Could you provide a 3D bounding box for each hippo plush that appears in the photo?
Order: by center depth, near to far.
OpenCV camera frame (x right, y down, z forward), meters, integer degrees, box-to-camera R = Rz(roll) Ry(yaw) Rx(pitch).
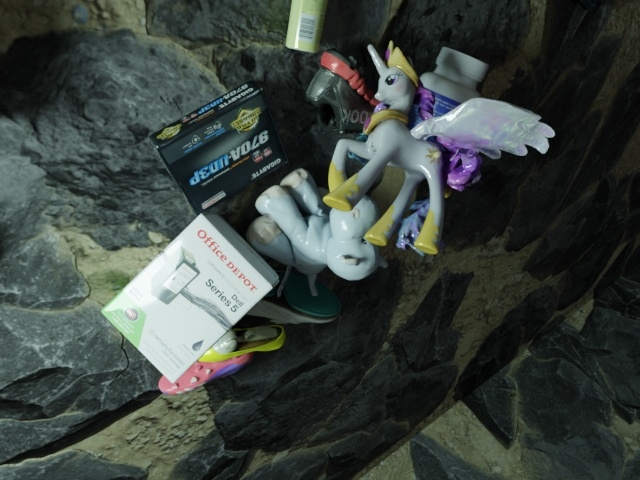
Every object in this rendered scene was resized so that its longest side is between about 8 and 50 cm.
[{"bbox_3d":[0.000,0.000,1.013,0.234,0.237,0.294,4,95,-43],"label":"hippo plush"}]

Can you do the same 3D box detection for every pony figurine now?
[{"bbox_3d":[0.192,-0.160,0.909,0.351,0.303,0.363,25,73,-15],"label":"pony figurine"}]

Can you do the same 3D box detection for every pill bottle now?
[{"bbox_3d":[0.275,-0.294,1.128,0.152,0.152,0.271,2,121,-41],"label":"pill bottle"}]

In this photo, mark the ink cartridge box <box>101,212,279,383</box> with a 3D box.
[{"bbox_3d":[-0.247,0.105,0.956,0.273,0.198,0.115,-44,-179,4],"label":"ink cartridge box"}]

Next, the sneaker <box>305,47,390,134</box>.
[{"bbox_3d":[0.068,-0.269,1.020,0.135,0.097,0.276,-52,137,6],"label":"sneaker"}]

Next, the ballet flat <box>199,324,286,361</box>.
[{"bbox_3d":[-0.195,0.243,1.196,0.231,0.077,0.077,-5,149,-19],"label":"ballet flat"}]

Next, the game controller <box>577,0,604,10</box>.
[{"bbox_3d":[0.659,-0.705,1.201,0.319,0.067,0.166,7,102,-43],"label":"game controller"}]

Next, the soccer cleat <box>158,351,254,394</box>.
[{"bbox_3d":[-0.280,0.329,1.225,0.248,0.083,0.095,-24,139,-27],"label":"soccer cleat"}]

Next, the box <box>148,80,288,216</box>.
[{"bbox_3d":[-0.185,-0.172,0.922,0.220,0.051,0.175,-34,138,-14],"label":"box"}]

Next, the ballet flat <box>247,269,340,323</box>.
[{"bbox_3d":[-0.128,0.141,1.181,0.400,0.139,0.139,19,109,-42],"label":"ballet flat"}]

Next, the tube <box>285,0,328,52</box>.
[{"bbox_3d":[-0.011,-0.455,0.842,0.070,0.062,0.240,-63,167,-64],"label":"tube"}]
